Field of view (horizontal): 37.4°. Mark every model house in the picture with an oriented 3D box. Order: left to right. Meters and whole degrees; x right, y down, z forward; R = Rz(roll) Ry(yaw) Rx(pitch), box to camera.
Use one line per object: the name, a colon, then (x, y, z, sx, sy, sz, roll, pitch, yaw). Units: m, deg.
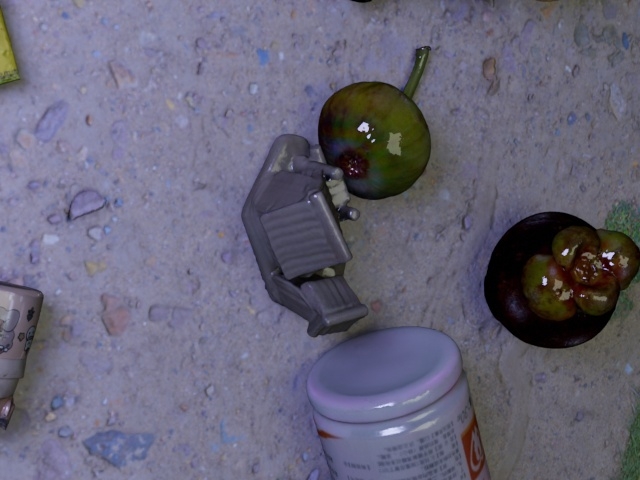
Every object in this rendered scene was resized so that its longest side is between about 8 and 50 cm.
model house: (-0.008, 0.001, 1.109, 0.122, 0.188, 0.229, -22, 110, -15)

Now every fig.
fig: (0.088, -0.161, 1.198, 0.149, 0.149, 0.245, 60, 41, -27)

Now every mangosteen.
mangosteen: (0.334, 0.056, 1.344, 0.209, 0.210, 0.210, -7, 102, -35)

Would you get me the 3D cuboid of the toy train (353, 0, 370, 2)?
toy train: (0.086, -0.443, 1.092, 0.138, 0.178, 0.330, 4, 97, -36)

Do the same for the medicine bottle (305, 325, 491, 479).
medicine bottle: (0.114, 0.292, 1.221, 0.202, 0.202, 0.316, -28, 112, -29)

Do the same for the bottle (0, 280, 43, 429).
bottle: (-0.335, 0.113, 0.929, 0.099, 0.099, 0.152, 15, 87, -37)

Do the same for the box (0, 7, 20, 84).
box: (-0.387, -0.264, 0.860, 0.153, 0.041, 0.279, -23, 111, -32)
